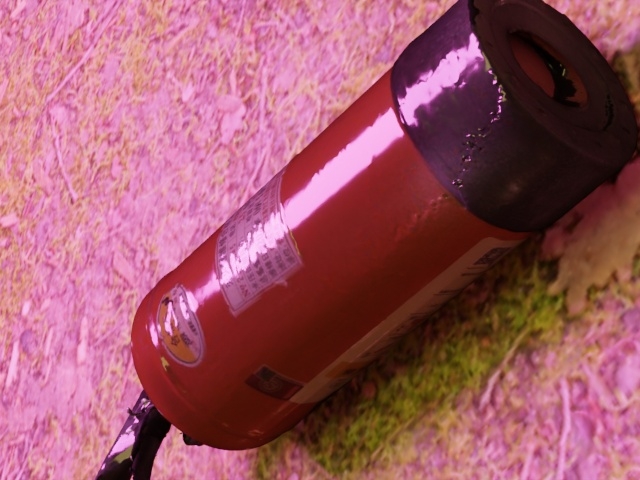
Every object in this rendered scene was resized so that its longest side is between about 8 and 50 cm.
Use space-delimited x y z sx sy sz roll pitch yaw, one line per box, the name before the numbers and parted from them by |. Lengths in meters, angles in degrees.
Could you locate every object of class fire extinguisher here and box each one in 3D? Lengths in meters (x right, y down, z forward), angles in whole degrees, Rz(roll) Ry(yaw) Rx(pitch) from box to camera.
fire extinguisher | 0.007 0.009 0.807 0.376 0.113 0.200 -42 3 32
